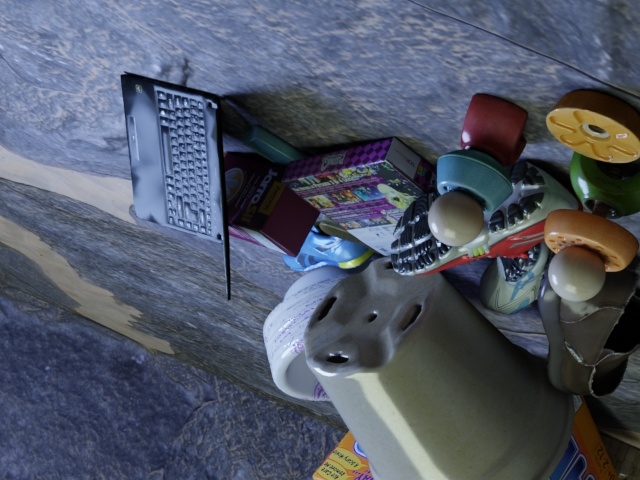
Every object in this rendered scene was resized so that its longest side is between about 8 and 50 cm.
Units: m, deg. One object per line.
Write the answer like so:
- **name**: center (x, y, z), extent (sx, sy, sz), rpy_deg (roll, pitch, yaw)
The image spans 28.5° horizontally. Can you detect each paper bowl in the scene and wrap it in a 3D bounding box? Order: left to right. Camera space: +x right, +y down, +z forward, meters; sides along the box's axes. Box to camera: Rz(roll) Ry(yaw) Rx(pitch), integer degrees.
- **paper bowl**: center (0.048, 0.136, 2.048), extent (0.284, 0.148, 0.284), rpy_deg (-11, 148, -7)

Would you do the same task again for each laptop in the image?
- **laptop**: center (-0.199, -0.076, 1.725), extent (0.264, 0.136, 0.234), rpy_deg (17, 125, 28)

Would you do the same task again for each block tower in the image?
- **block tower**: center (0.579, 0.446, 2.454), extent (0.336, 0.097, 0.091), rpy_deg (21, 163, 10)

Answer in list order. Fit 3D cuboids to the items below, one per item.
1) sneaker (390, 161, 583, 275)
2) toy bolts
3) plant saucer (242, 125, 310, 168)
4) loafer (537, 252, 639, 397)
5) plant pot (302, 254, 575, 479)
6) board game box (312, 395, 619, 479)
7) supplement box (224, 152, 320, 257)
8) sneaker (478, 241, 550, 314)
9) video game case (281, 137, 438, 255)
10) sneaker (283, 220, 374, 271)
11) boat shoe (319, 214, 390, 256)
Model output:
- **sneaker**: center (0.199, -0.005, 1.538), extent (0.118, 0.107, 0.279), rpy_deg (24, 153, -34)
- **toy bolts**: center (0.222, -0.051, 1.317), extent (0.229, 0.158, 0.218), rpy_deg (19, 163, 20)
- **plant saucer**: center (-0.022, -0.102, 1.781), extent (0.192, 0.018, 0.067), rpy_deg (31, 163, -16)
- **loafer**: center (0.379, 0.129, 1.688), extent (0.130, 0.133, 0.366), rpy_deg (18, 162, 26)
- **plant pot**: center (0.143, 0.199, 1.802), extent (0.334, 0.333, 0.305), rpy_deg (5, 142, 50)
- **board game box**: center (0.282, 0.459, 2.285), extent (0.356, 0.356, 0.356), rpy_deg (7, 134, 46)
- **supplement box**: center (-0.090, -0.054, 1.835), extent (0.081, 0.104, 0.188), rpy_deg (37, 167, -38)
- **sneaker**: center (0.273, 0.037, 1.683), extent (0.086, 0.085, 0.237), rpy_deg (0, 161, -5)
- **video game case**: center (0.093, -0.052, 1.690), extent (0.210, 0.041, 0.232), rpy_deg (34, 157, -28)
- **sneaker**: center (0.000, 0.000, 1.983), extent (0.209, 0.069, 0.082), rpy_deg (-6, 121, 55)
- **boat shoe**: center (0.077, -0.015, 1.868), extent (0.153, 0.048, 0.056), rpy_deg (18, 160, 5)
